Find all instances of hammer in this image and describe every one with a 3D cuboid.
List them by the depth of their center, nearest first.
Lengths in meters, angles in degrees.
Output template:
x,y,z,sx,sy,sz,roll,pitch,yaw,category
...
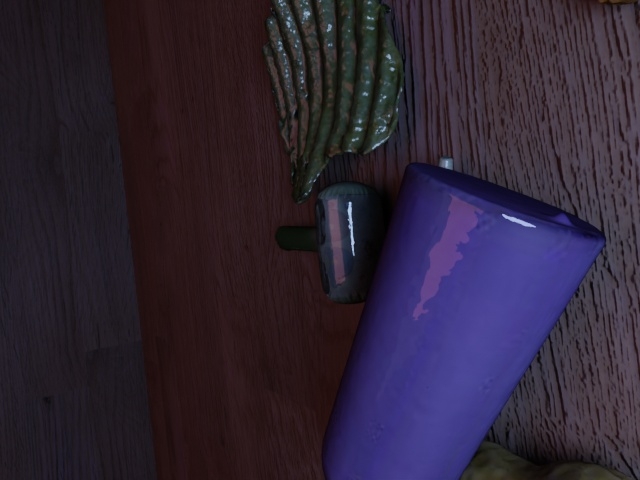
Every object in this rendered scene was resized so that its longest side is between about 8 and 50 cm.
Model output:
x,y,z,sx,sy,sz,roll,pitch,yaw,category
0.000,0.000,0.900,0.335,0.119,0.206,3,98,62,hammer

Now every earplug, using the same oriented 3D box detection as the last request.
x,y,z,sx,sy,sz,roll,pitch,yaw,category
0.129,0.149,0.577,0.215,0.215,0.456,38,117,46,earplug

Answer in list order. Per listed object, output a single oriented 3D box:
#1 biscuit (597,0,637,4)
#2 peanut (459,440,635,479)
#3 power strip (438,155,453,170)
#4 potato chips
x,y,z,sx,sy,sz,roll,pitch,yaw,category
0.321,-0.317,0.418,0.324,0.049,0.205,41,128,51,biscuit
0.266,0.337,0.525,0.340,0.158,0.174,-29,88,56,peanut
0.159,0.067,0.712,0.091,0.062,0.385,28,119,50,power strip
-0.012,-0.277,0.864,0.373,0.097,0.389,-36,64,51,potato chips
